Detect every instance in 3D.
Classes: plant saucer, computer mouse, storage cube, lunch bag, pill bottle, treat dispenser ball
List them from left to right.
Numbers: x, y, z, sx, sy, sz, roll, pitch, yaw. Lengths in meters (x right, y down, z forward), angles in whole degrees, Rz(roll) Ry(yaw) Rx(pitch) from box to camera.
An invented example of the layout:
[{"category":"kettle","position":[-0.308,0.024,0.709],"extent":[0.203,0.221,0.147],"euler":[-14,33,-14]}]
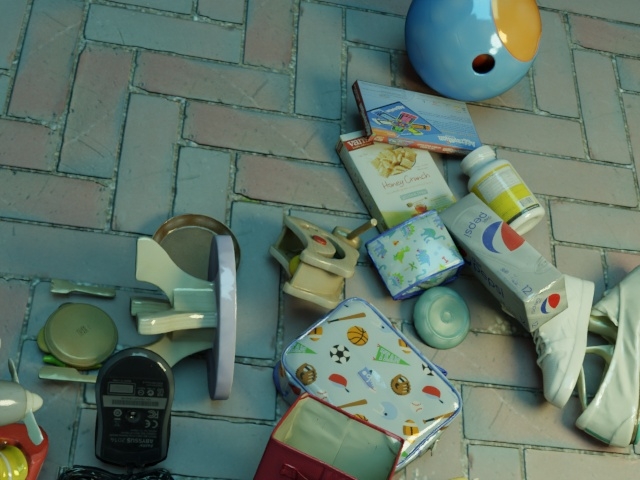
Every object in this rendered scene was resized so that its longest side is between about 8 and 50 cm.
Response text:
[{"category":"computer mouse","position":[-0.301,0.279,1.473],"extent":[0.188,0.272,0.072],"euler":[9,18,-10]},{"category":"plant saucer","position":[-0.230,0.028,1.731],"extent":[0.168,0.029,0.168],"euler":[6,60,-10]},{"category":"storage cube","position":[-0.004,0.378,1.432],"extent":[0.183,0.193,0.215],"euler":[24,17,8]},{"category":"lunch bag","position":[0.087,0.258,1.633],"extent":[0.243,0.115,0.303],"euler":[-35,73,-31]},{"category":"lunch bag","position":[0.176,0.033,1.793],"extent":[0.151,0.096,0.129],"euler":[-22,68,-15]},{"category":"plant saucer","position":[0.232,0.143,1.766],"extent":[0.119,0.021,0.119],"euler":[4,78,-19]},{"category":"treat dispenser ball","position":[0.321,-0.439,1.995],"extent":[0.288,0.288,0.288],"euler":[6,59,-11]},{"category":"pill bottle","position":[0.364,-0.100,1.917],"extent":[0.103,0.103,0.184],"euler":[-22,68,-25]}]

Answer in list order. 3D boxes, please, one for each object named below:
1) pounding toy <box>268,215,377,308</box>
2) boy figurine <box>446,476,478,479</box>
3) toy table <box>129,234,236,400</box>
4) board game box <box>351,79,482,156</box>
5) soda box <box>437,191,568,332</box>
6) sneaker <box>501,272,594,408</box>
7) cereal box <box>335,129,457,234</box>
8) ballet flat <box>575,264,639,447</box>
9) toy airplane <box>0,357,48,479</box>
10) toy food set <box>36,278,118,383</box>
[{"category":"pounding toy","position":[0.000,0.000,1.701],"extent":[0.154,0.155,0.269],"euler":[27,15,-1]},{"category":"boy figurine","position":[0.226,0.477,1.552],"extent":[0.285,0.092,0.177],"euler":[5,60,-11]},{"category":"toy table","position":[-0.229,0.127,1.561],"extent":[0.161,0.252,0.274],"euler":[2,83,-14]},{"category":"board game box","position":[0.204,-0.249,1.960],"extent":[0.281,0.027,0.145],"euler":[6,52,-29]},{"category":"soda box","position":[0.335,0.035,1.759],"extent":[0.091,0.098,0.286],"euler":[-32,45,-8]},{"category":"sneaker","position":[0.410,0.170,1.779],"extent":[0.169,0.108,0.292],"euler":[21,49,1]},{"category":"cereal box","position":[0.156,-0.127,1.910],"extent":[0.173,0.047,0.240],"euler":[-16,66,-24]},{"category":"ballet flat","position":[0.558,0.196,1.792],"extent":[0.139,0.139,0.400],"euler":[21,58,-2]},{"category":"toy airplane","position":[-0.520,0.342,1.261],"extent":[0.272,0.386,0.384],"euler":[29,57,18]},{"category":"toy food set","position":[-0.412,0.162,1.606],"extent":[0.132,0.038,0.192],"euler":[10,53,-17]}]
